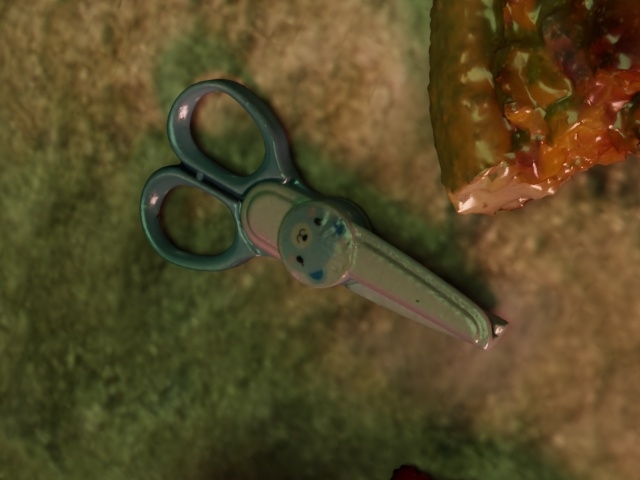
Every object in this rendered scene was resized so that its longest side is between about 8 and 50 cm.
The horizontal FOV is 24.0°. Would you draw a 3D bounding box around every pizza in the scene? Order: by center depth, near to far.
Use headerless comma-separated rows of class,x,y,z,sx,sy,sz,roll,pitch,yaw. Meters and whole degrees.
pizza,0.195,-0.171,0.766,0.277,0.114,0.409,42,112,23

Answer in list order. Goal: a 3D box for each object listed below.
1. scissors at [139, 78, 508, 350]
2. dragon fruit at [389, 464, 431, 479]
scissors,0.000,0.000,0.925,0.256,0.030,0.125,30,110,22
dragon fruit,0.110,0.211,0.893,0.192,0.122,0.092,-2,135,23
